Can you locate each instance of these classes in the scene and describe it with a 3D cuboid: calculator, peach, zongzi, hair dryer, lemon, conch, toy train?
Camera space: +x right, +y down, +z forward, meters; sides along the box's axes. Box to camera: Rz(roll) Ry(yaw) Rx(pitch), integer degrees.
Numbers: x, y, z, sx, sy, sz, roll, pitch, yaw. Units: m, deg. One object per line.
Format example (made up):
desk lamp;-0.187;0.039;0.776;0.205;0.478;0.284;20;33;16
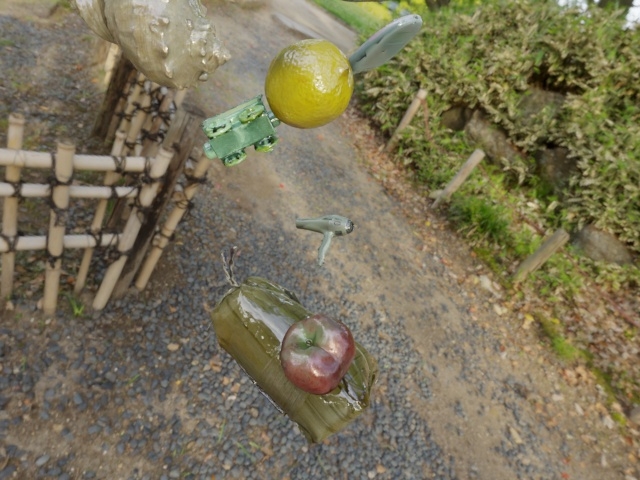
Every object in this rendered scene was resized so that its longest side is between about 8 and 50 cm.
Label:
calculator;0.188;-0.594;1.421;0.185;0.298;0.041;-25;89;-39
peach;0.002;0.227;0.901;0.152;0.152;0.152;25;28;-14
zongzi;-0.068;0.248;1.217;0.500;0.218;0.467;43;5;11
hair dryer;-0.016;-0.019;1.714;0.219;0.088;0.225;23;63;34
lemon;-0.033;-0.447;1.327;0.267;0.267;0.267;25;28;-14
conch;-0.294;-0.404;0.832;0.324;0.186;0.263;41;6;1
toy train;-0.261;-0.359;1.513;0.188;0.271;0.159;-115;179;-59
